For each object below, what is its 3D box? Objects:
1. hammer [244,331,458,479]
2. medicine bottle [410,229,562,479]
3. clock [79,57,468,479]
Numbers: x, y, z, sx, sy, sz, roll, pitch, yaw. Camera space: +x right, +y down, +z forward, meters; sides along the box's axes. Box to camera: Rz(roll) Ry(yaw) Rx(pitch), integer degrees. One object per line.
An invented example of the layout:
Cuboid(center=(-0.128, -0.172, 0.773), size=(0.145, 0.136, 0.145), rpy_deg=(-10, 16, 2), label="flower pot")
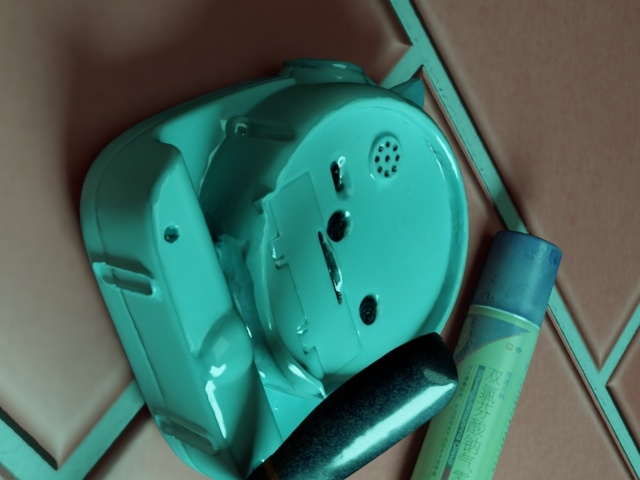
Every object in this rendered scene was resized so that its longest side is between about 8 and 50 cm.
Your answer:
Cuboid(center=(-0.039, 0.153, 0.544), size=(0.290, 0.037, 0.137), rpy_deg=(-39, 124, 7), label="hammer")
Cuboid(center=(0.127, 0.108, 0.782), size=(0.059, 0.059, 0.231), rpy_deg=(31, 74, -41), label="medicine bottle")
Cuboid(center=(0.000, 0.000, 0.622), size=(0.274, 0.094, 0.223), rpy_deg=(-35, 120, -33), label="clock")
